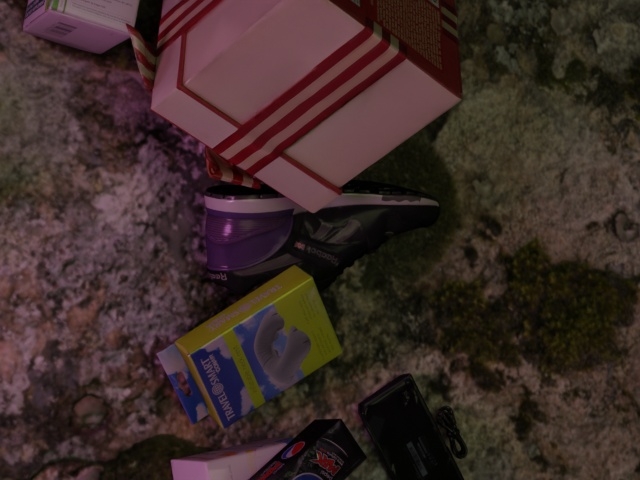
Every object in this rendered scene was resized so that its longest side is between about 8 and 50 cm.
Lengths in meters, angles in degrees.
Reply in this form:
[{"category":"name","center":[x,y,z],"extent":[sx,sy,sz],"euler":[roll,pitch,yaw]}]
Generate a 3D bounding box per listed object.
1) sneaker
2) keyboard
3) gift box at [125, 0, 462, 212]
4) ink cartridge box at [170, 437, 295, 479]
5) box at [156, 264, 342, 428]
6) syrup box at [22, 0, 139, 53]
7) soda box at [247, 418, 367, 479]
[{"category":"sneaker","center":[0.000,0.000,1.729],"extent":[0.283,0.107,0.124],"euler":[-3,100,-26]},{"category":"keyboard","center":[0.120,0.242,1.799],"extent":[0.108,0.023,0.180],"euler":[-31,100,-22]},{"category":"gift box","center":[-0.038,-0.219,1.598],"extent":[0.276,0.258,0.255],"euler":[35,38,-26]},{"category":"ink cartridge box","center":[-0.086,0.264,1.637],"extent":[0.143,0.092,0.090],"euler":[-8,88,-31]},{"category":"box","center":[-0.073,0.117,1.652],"extent":[0.178,0.042,0.109],"euler":[-32,122,-16]},{"category":"syrup box","center":[-0.231,-0.325,1.623],"extent":[0.096,0.093,0.237],"euler":[15,77,-27]},{"category":"soda box","center":[-0.035,0.251,1.578],"extent":[0.169,0.060,0.053],"euler":[-40,104,-28]}]
